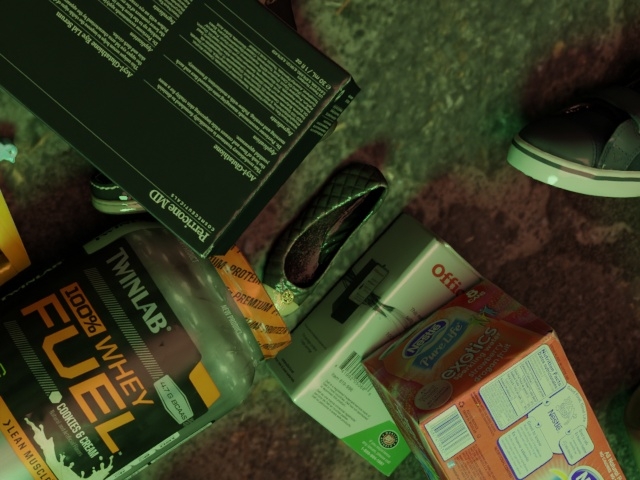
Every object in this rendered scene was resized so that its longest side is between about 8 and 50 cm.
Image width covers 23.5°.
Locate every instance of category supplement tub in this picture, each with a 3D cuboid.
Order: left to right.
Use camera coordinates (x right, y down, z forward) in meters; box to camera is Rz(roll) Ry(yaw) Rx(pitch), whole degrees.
[{"bbox_3d":[-0.195,0.111,1.331,0.316,0.193,0.193,-34,120,-8],"label":"supplement tub"}]

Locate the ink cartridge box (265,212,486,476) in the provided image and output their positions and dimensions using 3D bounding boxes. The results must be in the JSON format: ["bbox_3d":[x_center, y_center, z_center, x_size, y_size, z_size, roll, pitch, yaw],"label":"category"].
[{"bbox_3d":[0.075,0.100,1.501,0.208,0.087,0.153,-47,120,1],"label":"ink cartridge box"}]

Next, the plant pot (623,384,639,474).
[{"bbox_3d":[0.455,0.259,1.660,0.256,0.256,0.274,-41,104,-3],"label":"plant pot"}]

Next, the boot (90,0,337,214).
[{"bbox_3d":[-0.109,-0.137,1.329,0.236,0.085,0.179,-24,117,-20],"label":"boot"}]

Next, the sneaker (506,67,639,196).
[{"bbox_3d":[0.324,-0.117,1.500,0.321,0.126,0.127,-2,116,-34],"label":"sneaker"}]

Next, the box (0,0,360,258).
[{"bbox_3d":[-0.127,-0.137,1.229,0.261,0.103,0.184,40,92,5],"label":"box"}]

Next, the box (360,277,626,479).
[{"bbox_3d":[0.184,0.208,1.455,0.154,0.142,0.300,-34,118,-6],"label":"box"}]

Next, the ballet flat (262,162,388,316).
[{"bbox_3d":[0.000,0.000,1.450,0.057,0.049,0.173,32,96,-29],"label":"ballet flat"}]

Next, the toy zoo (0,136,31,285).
[{"bbox_3d":[-0.381,0.001,1.300,0.293,0.030,0.192,-34,120,-7],"label":"toy zoo"}]
